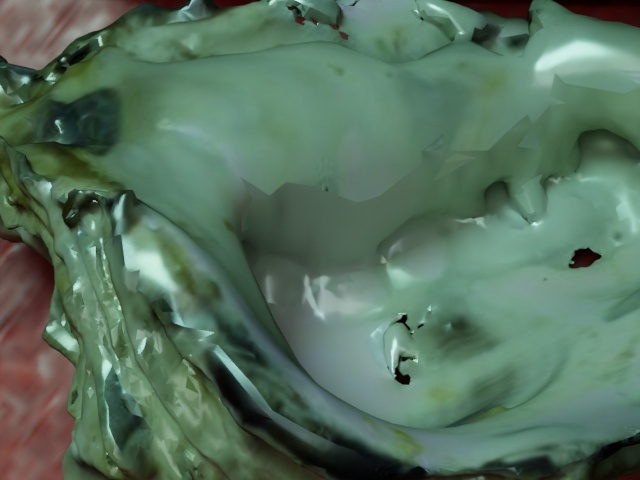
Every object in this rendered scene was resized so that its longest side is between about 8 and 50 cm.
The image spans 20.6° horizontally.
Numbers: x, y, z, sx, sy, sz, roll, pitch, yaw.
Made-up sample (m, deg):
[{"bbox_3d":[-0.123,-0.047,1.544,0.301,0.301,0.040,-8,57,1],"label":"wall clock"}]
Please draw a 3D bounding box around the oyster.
[{"bbox_3d":[0.000,0.000,0.372,0.191,0.081,0.163,34,55,13],"label":"oyster"}]
